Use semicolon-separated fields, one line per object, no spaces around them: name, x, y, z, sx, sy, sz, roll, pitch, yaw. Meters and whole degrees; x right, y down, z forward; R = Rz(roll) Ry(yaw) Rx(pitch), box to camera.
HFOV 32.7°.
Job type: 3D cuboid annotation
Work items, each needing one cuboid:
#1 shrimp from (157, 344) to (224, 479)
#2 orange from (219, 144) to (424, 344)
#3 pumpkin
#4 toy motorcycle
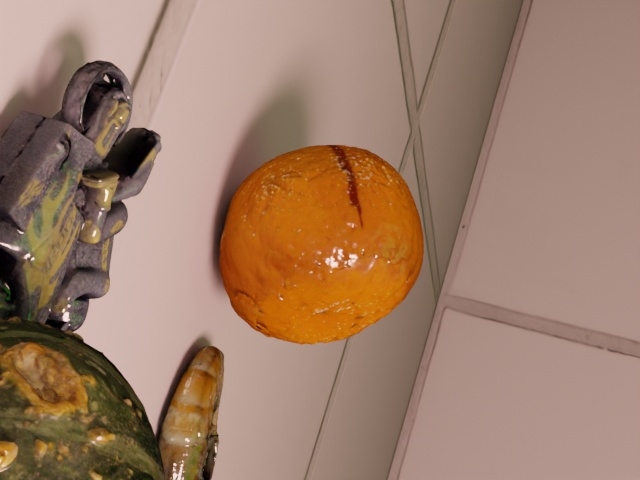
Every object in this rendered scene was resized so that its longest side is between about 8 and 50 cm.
shrimp;-0.116;0.204;0.980;0.150;0.051;0.217;79;23;-76
orange;0.000;0.000;0.970;0.193;0.193;0.161;76;-4;-63
pumpkin;-0.149;0.124;0.479;0.146;0.190;0.190;24;78;-46
toy motorcycle;-0.147;-0.003;0.598;0.193;0.061;0.124;-61;154;-32
